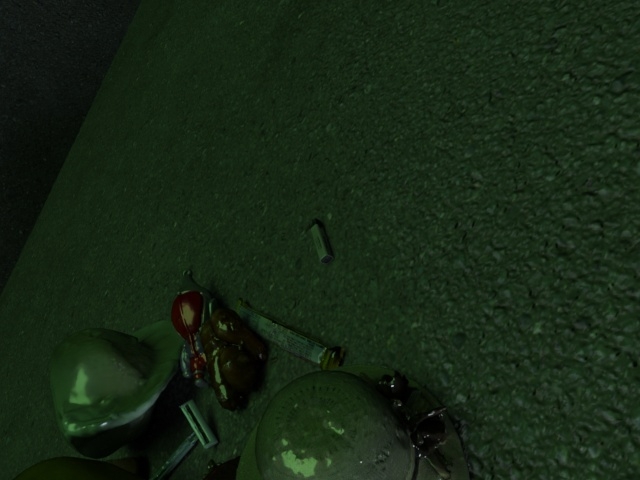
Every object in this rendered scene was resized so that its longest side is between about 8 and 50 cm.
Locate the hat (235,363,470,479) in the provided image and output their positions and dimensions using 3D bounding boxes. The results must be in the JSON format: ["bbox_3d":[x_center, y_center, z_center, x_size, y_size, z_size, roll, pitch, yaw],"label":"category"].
[{"bbox_3d":[0.012,0.207,0.546,0.257,0.130,0.257,-11,46,12],"label":"hat"}]

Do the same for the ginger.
[{"bbox_3d":[-0.134,0.175,0.879,0.103,0.073,0.162,-53,47,39],"label":"ginger"}]

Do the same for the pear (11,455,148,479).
[{"bbox_3d":[-0.327,0.487,0.757,0.287,0.287,0.375,-38,66,29],"label":"pear"}]

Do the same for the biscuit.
[{"bbox_3d":[-0.065,0.141,0.852,0.292,0.026,0.048,14,83,53],"label":"biscuit"}]

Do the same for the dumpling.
[{"bbox_3d":[-0.386,0.250,1.017,0.270,0.212,0.320,-52,47,10],"label":"dumpling"}]

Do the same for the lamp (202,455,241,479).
[{"bbox_3d":[-0.076,0.334,0.661,0.157,0.157,0.134,-74,-18,-65],"label":"lamp"}]

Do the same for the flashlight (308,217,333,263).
[{"bbox_3d":[0.000,0.000,0.869,0.018,0.018,0.083,-43,41,24],"label":"flashlight"}]

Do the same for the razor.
[{"bbox_3d":[-0.243,0.361,0.927,0.084,0.036,0.211,50,115,29],"label":"razor"}]

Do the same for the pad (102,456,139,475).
[{"bbox_3d":[-0.412,0.545,1.005,0.284,0.018,0.286,-28,49,43],"label":"pad"}]

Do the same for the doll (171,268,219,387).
[{"bbox_3d":[-0.219,0.144,0.994,0.102,0.075,0.227,-32,54,14],"label":"doll"}]
